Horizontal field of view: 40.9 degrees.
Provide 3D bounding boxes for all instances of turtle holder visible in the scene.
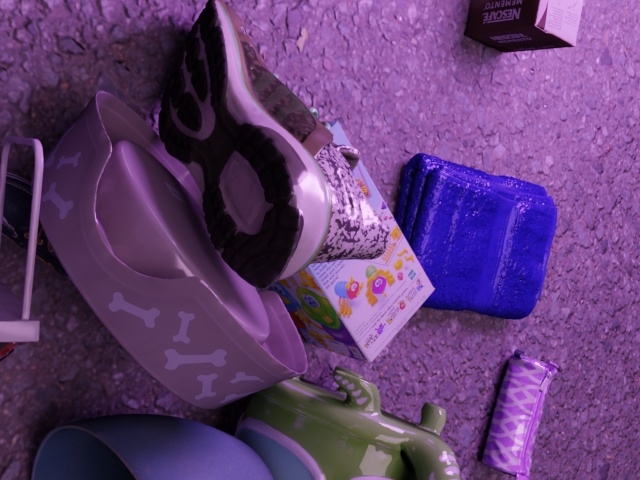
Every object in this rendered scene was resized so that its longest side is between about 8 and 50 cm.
[{"bbox_3d":[0.039,0.284,1.052,0.227,0.320,0.243,-68,160,-7],"label":"turtle holder"}]

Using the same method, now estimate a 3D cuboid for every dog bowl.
[{"bbox_3d":[-0.154,0.018,0.878,0.102,0.349,0.349,-35,119,3],"label":"dog bowl"}]

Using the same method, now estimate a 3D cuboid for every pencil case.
[{"bbox_3d":[0.332,0.289,1.416,0.086,0.088,0.206,19,84,-35],"label":"pencil case"}]

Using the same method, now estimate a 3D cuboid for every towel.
[{"bbox_3d":[0.244,0.002,1.324,0.308,0.076,0.227,10,88,-37],"label":"towel"}]

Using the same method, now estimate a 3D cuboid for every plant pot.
[{"bbox_3d":[-0.156,0.312,0.937,0.195,0.290,0.290,-13,103,-44],"label":"plant pot"}]

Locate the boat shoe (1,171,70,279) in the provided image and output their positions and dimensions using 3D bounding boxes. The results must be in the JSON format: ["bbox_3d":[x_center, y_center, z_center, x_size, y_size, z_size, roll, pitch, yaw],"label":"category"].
[{"bbox_3d":[-0.287,-0.012,0.915,0.183,0.083,0.065,43,70,-32],"label":"boat shoe"}]

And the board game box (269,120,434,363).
[{"bbox_3d":[0.000,0.000,1.097,0.144,0.142,0.275,-45,120,-24],"label":"board game box"}]

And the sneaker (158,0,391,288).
[{"bbox_3d":[-0.051,-0.106,0.933,0.182,0.410,0.158,12,130,-38],"label":"sneaker"}]

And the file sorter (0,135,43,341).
[{"bbox_3d":[-0.397,-0.016,0.738,0.278,0.193,0.173,3,96,-30],"label":"file sorter"}]

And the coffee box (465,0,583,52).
[{"bbox_3d":[0.322,-0.419,1.295,0.098,0.141,0.246,12,87,-38],"label":"coffee box"}]

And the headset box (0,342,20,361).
[{"bbox_3d":[-0.355,0.093,0.908,0.062,0.032,0.083,-42,119,-25],"label":"headset box"}]
